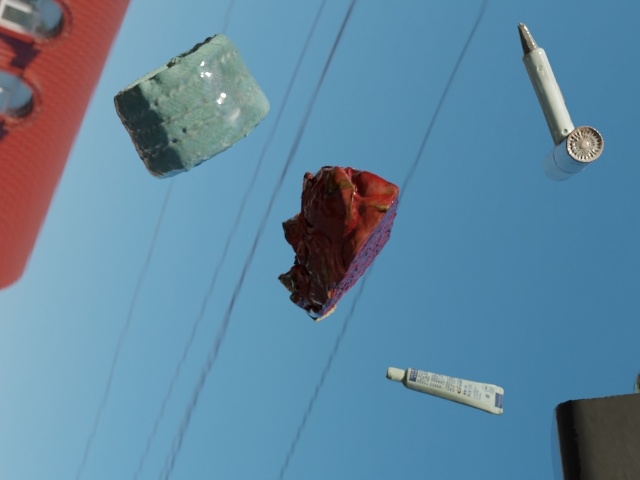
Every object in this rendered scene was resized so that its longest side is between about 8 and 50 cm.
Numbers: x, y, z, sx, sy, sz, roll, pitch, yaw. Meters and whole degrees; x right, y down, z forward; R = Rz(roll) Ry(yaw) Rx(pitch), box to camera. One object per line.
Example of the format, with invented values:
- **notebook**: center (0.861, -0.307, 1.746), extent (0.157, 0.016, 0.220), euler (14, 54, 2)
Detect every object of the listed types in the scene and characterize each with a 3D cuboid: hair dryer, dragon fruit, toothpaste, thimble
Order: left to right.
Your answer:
- **thimble**: center (-0.185, -0.196, 1.377), extent (0.198, 0.143, 0.235), euler (-25, -165, 15)
- **dragon fruit**: center (0.000, 0.000, 1.432), extent (0.205, 0.152, 0.317), euler (-55, 173, -11)
- **toothpaste**: center (0.222, 0.263, 1.710), extent (0.037, 0.216, 0.062), euler (103, 0, -50)
- **hair dryer**: center (0.257, -0.161, 1.085), extent (0.155, 0.044, 0.183), euler (63, 6, -84)

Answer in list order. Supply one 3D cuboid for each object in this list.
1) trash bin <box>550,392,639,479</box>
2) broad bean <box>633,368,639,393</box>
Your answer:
- **trash bin**: center (0.187, 0.208, 0.512), extent (0.165, 0.115, 0.226), euler (61, 21, -62)
- **broad bean**: center (0.441, 0.124, 1.046), extent (0.228, 0.169, 0.100), euler (-40, -115, -9)
